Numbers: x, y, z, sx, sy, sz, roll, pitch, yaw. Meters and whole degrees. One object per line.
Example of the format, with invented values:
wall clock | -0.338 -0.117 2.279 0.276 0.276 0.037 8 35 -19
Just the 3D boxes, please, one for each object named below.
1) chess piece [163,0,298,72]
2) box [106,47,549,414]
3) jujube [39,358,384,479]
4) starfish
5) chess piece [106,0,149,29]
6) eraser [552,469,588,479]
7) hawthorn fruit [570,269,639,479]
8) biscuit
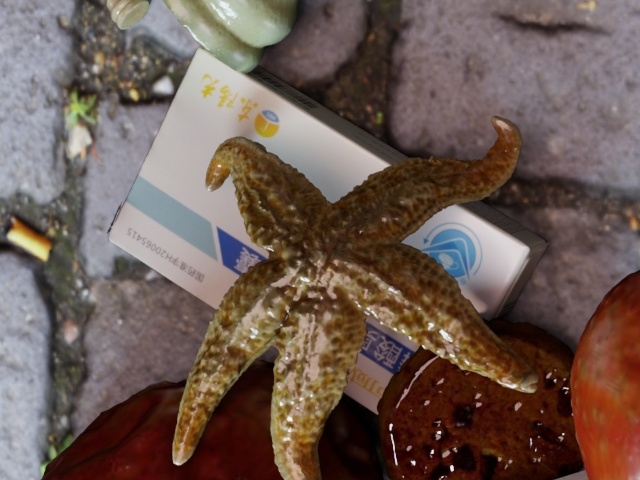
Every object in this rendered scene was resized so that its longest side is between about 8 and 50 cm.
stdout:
chess piece | -0.013 -0.272 1.654 0.251 0.144 0.144 -38 82 16
box | 0.000 0.000 1.713 0.343 0.065 0.200 32 108 16
jujube | -0.126 0.263 1.701 0.377 0.276 0.276 -42 81 25
starfish | 0.011 0.026 1.587 0.375 0.094 0.327 -33 67 -3
chess piece | -0.194 -0.233 1.783 0.092 0.035 0.035 49 112 14
eraser | 0.204 0.240 1.612 0.150 0.023 0.104 -16 51 -5
hawthorn fruit | 0.327 0.167 1.498 0.287 0.287 0.330 9 107 22
biscuit | 0.139 0.154 1.648 0.192 0.049 0.192 -2 108 -7
